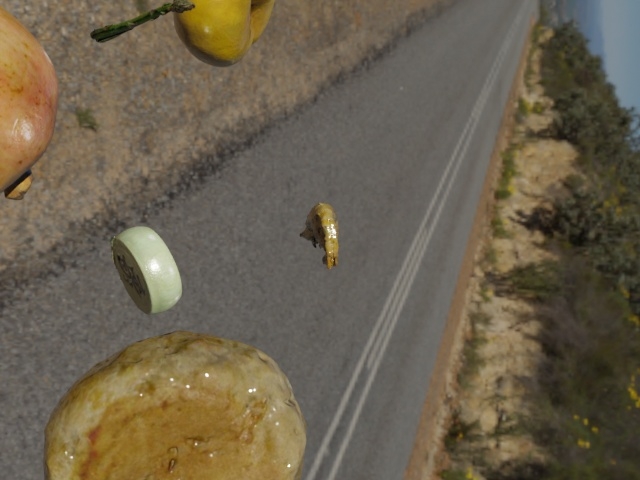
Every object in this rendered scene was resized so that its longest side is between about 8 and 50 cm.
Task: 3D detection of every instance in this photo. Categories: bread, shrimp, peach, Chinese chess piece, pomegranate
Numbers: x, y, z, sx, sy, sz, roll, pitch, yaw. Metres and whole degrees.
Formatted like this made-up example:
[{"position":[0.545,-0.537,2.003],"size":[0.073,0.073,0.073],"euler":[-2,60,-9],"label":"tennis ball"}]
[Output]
[{"position":[-0.128,0.191,0.671],"size":[0.123,0.230,0.230],"euler":[-169,-101,-71],"label":"bread"},{"position":[-0.006,-0.007,1.367],"size":[0.262,0.066,0.117],"euler":[149,-55,-86],"label":"shrimp"},{"position":[-0.167,-0.434,1.344],"size":[0.251,0.153,0.251],"euler":[-57,161,-33],"label":"peach"},{"position":[-0.280,0.049,1.185],"size":[0.058,0.144,0.144],"euler":[-27,123,-30],"label":"Chinese chess piece"},{"position":[-0.525,-0.183,1.048],"size":[0.338,0.338,0.338],"euler":[2,90,-70],"label":"pomegranate"}]

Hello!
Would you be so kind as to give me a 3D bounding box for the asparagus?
[{"position":[-0.260,-0.321,1.080],"size":[0.022,0.233,0.023],"euler":[-26,108,-48],"label":"asparagus"}]
